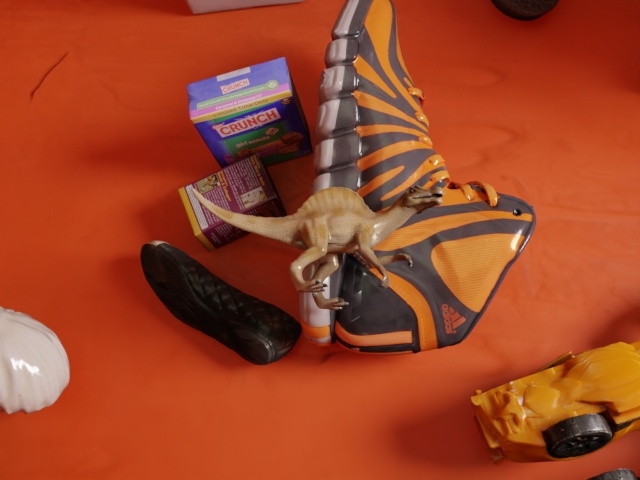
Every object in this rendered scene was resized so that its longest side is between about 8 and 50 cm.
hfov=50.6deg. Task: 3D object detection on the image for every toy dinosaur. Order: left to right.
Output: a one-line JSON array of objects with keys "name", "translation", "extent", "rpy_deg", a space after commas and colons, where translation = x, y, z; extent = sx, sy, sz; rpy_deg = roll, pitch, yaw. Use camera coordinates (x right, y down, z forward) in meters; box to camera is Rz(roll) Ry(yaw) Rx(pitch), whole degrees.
[{"name": "toy dinosaur", "translation": [0.000, 0.000, 0.498], "extent": [0.183, 0.053, 0.092], "rpy_deg": [-4, 62, 0]}]

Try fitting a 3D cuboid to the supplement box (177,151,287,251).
[{"name": "supplement box", "translation": [-0.081, -0.035, 0.631], "extent": [0.083, 0.043, 0.055], "rpy_deg": [-24, 65, 1]}]

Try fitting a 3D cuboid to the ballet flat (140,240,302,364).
[{"name": "ballet flat", "translation": [-0.094, 0.053, 0.602], "extent": [0.173, 0.057, 0.049], "rpy_deg": [33, 36, 21]}]

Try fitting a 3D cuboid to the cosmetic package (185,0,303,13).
[{"name": "cosmetic package", "translation": [-0.095, -0.399, 0.689], "extent": [0.138, 0.224, 0.224], "rpy_deg": [-4, 67, 10]}]

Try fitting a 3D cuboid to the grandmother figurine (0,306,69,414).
[{"name": "grandmother figurine", "translation": [-0.378, 0.119, 0.584], "extent": [0.343, 0.104, 0.207], "rpy_deg": [-7, 45, 10]}]

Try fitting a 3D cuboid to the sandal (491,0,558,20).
[{"name": "sandal", "translation": [0.240, -0.339, 0.666], "extent": [0.097, 0.054, 0.254], "rpy_deg": [32, 94, -5]}]

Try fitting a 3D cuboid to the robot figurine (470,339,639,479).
[{"name": "robot figurine", "translation": [0.265, 0.131, 0.458], "extent": [0.291, 0.085, 0.211], "rpy_deg": [-18, 49, 4]}]

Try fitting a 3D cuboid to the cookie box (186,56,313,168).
[{"name": "cookie box", "translation": [-0.062, -0.110, 0.623], "extent": [0.092, 0.107, 0.040], "rpy_deg": [-15, 65, 5]}]

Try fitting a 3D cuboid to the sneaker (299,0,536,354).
[{"name": "sneaker", "translation": [0.088, -0.061, 0.580], "extent": [0.180, 0.124, 0.321], "rpy_deg": [3, 79, 8]}]
